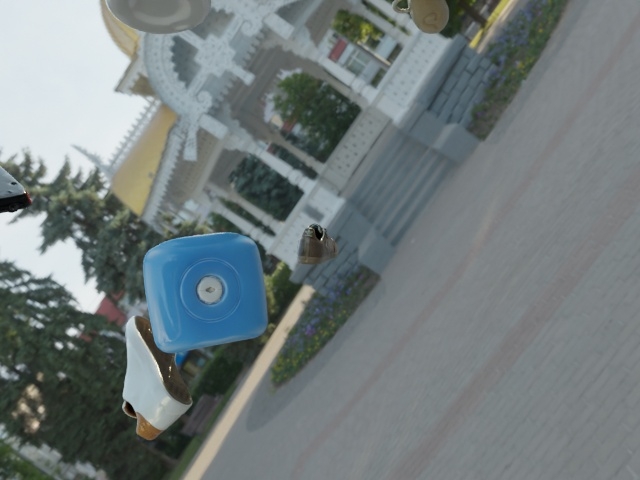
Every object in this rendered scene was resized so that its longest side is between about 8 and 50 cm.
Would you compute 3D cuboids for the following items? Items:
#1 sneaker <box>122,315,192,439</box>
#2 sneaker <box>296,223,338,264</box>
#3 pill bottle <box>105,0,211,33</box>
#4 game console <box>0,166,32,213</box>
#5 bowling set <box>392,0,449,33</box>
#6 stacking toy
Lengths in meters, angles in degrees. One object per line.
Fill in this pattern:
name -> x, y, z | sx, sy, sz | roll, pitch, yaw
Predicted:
sneaker -> -0.336, 0.250, 1.204 | 0.123, 0.106, 0.290 | -49, 34, 6
sneaker -> 0.000, 0.000, 1.274 | 0.188, 0.066, 0.071 | -41, -43, -77
pill bottle -> -0.192, -0.363, 0.755 | 0.119, 0.119, 0.208 | 131, 136, -69
game console -> -0.749, -0.090, 1.094 | 0.387, 0.342, 0.060 | -19, -49, -42
bowling set -> 0.193, -0.382, 0.718 | 0.287, 0.199, 0.154 | -20, -19, 21
stacking toy -> -0.213, 0.082, 1.059 | 0.302, 0.175, 0.165 | 168, 94, -68
